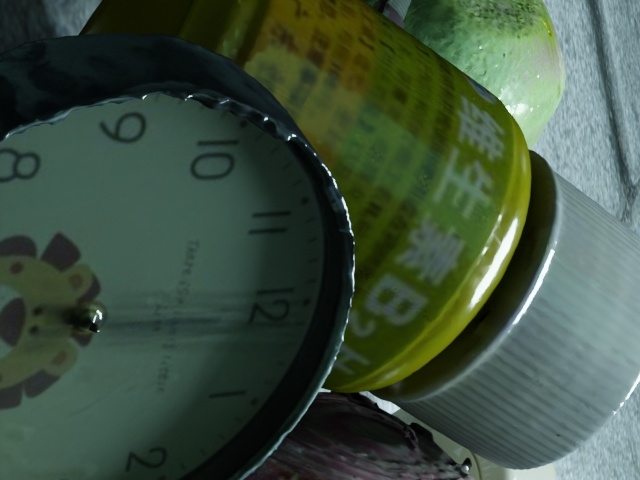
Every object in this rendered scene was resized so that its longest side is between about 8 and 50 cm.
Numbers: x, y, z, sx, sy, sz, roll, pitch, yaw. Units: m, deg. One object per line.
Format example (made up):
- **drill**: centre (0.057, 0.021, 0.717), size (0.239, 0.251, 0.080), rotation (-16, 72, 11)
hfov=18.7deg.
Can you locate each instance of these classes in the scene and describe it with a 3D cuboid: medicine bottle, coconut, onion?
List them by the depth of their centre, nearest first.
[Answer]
- **medicine bottle**: centre (0.023, -0.019, 1.240), size (0.384, 0.224, 0.224), rotation (33, 52, -26)
- **onion**: centre (-0.019, 0.226, 1.323), size (0.230, 0.272, 0.256), rotation (-21, 102, -39)
- **coconut**: centre (0.094, -0.126, 1.642), size (0.204, 0.236, 0.236), rotation (9, 77, -29)

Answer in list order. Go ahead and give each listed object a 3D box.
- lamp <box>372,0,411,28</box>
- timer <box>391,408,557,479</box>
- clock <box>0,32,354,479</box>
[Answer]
- **lamp**: centre (0.036, -0.188, 1.456), size (0.283, 0.124, 0.203), rotation (59, 1, 43)
- **timer**: centre (0.064, 0.193, 1.581), size (0.266, 0.175, 0.175), rotation (27, 63, -57)
- **clock**: centre (-0.126, 0.041, 1.025), size (0.061, 0.312, 0.312), rotation (49, -11, 46)
